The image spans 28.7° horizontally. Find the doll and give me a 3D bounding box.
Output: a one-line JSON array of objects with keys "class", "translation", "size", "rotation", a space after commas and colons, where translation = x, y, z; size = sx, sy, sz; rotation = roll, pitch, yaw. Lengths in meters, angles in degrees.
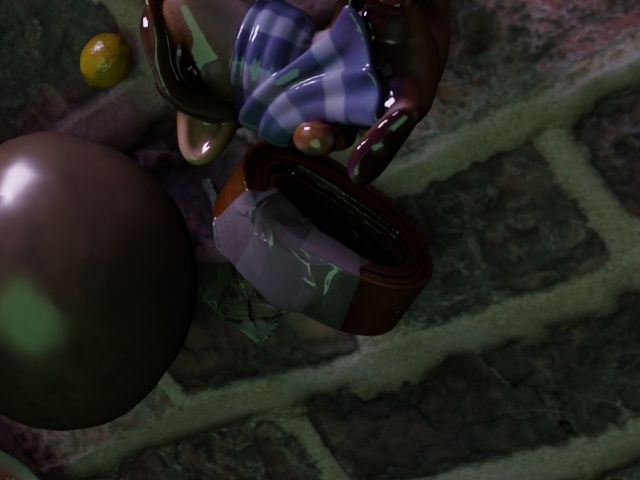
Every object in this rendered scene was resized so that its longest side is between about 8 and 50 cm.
[{"class": "doll", "translation": [-0.029, -0.209, 1.300], "size": [0.339, 0.318, 0.209], "rotation": [4, 152, 28]}]

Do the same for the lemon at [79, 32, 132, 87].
[{"class": "lemon", "translation": [-0.260, -0.216, 1.514], "size": [0.062, 0.062, 0.083], "rotation": [38, 127, -2]}]

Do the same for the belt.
[{"class": "belt", "translation": [0.000, 0.000, 1.459], "size": [0.261, 0.184, 0.105], "rotation": [35, 128, 0]}]

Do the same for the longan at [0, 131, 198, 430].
[{"class": "longan", "translation": [-0.333, 0.045, 1.539], "size": [0.404, 0.336, 0.404], "rotation": [23, 126, 35]}]

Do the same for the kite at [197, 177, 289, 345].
[{"class": "kite", "translation": [-0.105, 0.031, 1.633], "size": [0.229, 0.012, 0.250], "rotation": [-6, 117, 23]}]

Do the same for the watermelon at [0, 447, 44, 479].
[{"class": "watermelon", "translation": [-0.515, 0.427, 1.970], "size": [0.260, 0.176, 0.256], "rotation": [15, 136, -13]}]
